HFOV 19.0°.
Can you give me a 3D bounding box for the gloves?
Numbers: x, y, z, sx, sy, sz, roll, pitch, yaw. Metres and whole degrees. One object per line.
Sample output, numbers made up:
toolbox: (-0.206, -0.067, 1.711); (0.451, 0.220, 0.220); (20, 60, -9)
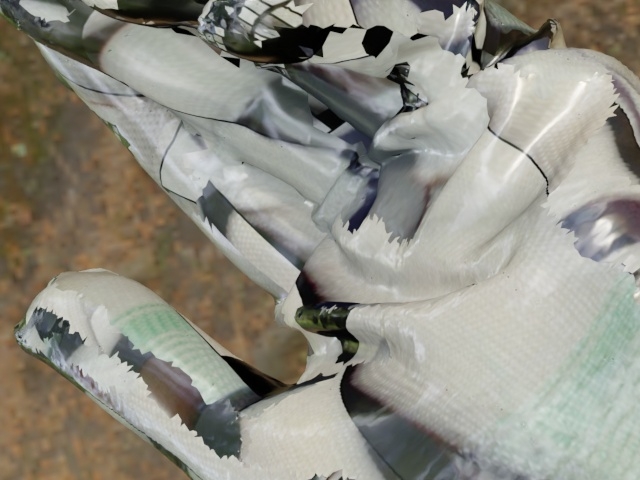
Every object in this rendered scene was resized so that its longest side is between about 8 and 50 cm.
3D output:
gloves: (0.007, -0.003, 0.434); (0.212, 0.111, 0.127); (47, 135, 37)
